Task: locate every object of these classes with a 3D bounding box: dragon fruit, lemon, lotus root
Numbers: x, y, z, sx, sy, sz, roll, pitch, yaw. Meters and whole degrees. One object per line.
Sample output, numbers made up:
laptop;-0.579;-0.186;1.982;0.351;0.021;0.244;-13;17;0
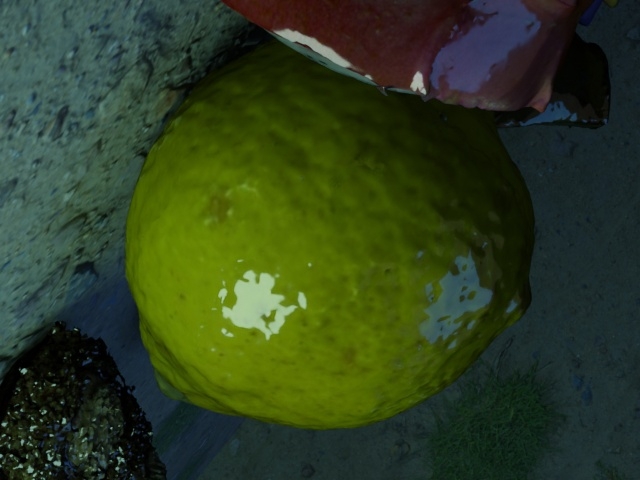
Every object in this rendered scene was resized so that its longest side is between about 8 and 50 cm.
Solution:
dragon fruit;0.066;-0.212;0.873;0.189;0.291;0.291;-64;167;27
lemon;0.000;0.000;1.198;0.387;0.350;0.350;-41;172;1
lotus root;0.172;-0.187;1.459;0.267;0.260;0.149;-60;152;-78

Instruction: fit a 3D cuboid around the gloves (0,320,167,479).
gloves;-0.247;0.206;1.343;0.210;0.135;0.312;-57;150;-35

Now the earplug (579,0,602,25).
earplug;0.298;-0.453;1.365;0.455;0.215;0.215;-57;171;12
